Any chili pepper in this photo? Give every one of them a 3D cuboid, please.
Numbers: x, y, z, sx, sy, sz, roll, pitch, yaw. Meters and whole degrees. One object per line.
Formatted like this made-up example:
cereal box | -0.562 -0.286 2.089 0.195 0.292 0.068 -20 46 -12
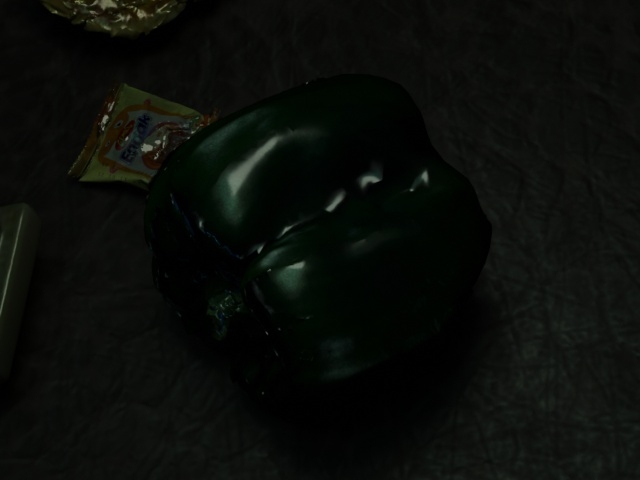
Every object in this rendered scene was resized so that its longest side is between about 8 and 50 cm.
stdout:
chili pepper | 0.000 0.000 1.380 0.257 0.233 0.248 -30 81 -15

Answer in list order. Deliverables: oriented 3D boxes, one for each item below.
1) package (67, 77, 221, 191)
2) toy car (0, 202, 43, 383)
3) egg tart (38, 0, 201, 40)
package | -0.158 -0.088 1.540 0.121 0.031 0.108 17 69 16
toy car | -0.441 0.023 1.456 0.336 0.226 0.242 -8 62 34
egg tart | -0.185 -0.301 1.609 0.232 0.098 0.252 16 73 6
